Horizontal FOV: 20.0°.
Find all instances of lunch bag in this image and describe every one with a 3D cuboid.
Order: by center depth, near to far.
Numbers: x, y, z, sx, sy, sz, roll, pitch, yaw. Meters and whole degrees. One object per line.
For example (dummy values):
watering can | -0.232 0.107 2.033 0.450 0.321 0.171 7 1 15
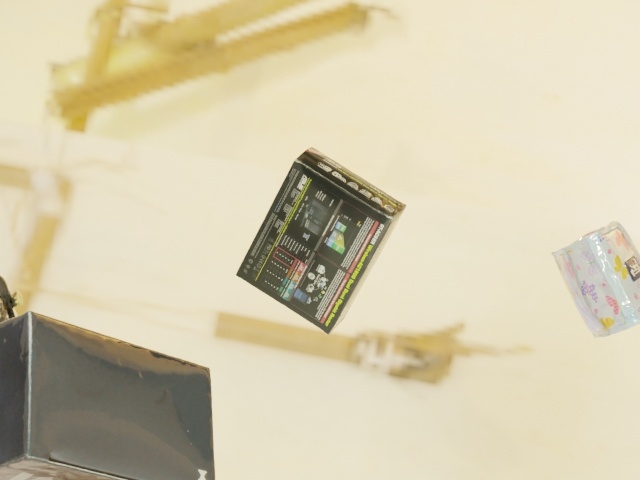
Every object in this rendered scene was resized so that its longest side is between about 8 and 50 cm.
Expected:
lunch bag | 0.196 0.027 1.232 0.071 0.053 0.083 63 -179 5

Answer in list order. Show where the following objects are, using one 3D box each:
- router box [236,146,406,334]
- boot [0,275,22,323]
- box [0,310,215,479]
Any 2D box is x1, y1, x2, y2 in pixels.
router box | 0.000 0.000 1.444 0.122 0.092 0.038 -61 -9 28
boot | -0.234 0.172 1.566 0.138 0.377 0.284 -45 -51 -22
box | -0.173 0.123 1.119 0.156 0.158 0.093 23 -124 -46
